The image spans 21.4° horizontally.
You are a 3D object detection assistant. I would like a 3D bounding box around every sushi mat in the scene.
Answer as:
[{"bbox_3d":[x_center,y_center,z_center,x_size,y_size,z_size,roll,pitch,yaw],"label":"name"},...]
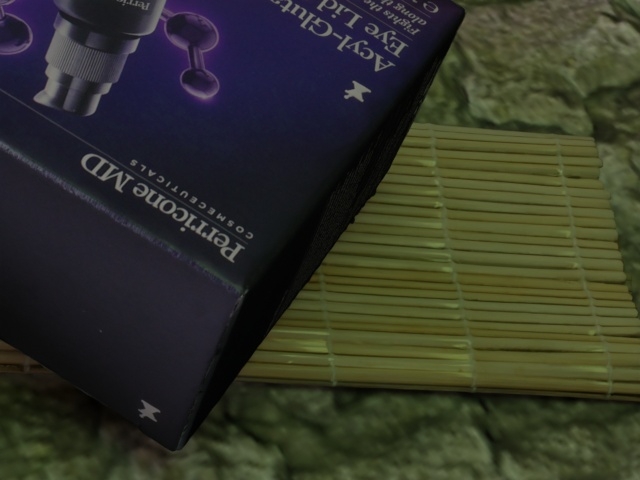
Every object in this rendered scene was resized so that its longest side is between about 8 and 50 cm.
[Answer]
[{"bbox_3d":[0.000,0.000,0.763,0.316,0.019,0.151,4,51,-18],"label":"sushi mat"}]

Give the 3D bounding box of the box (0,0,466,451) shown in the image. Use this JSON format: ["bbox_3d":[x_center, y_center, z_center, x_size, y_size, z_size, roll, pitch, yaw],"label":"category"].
[{"bbox_3d":[-0.059,-0.045,0.691,0.153,0.108,0.207,31,47,5],"label":"box"}]
